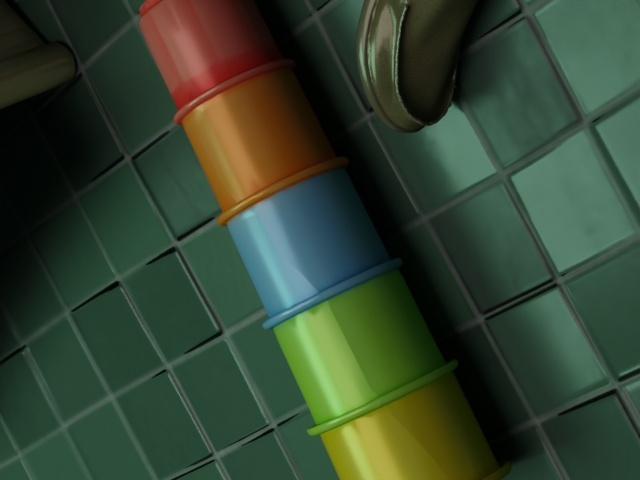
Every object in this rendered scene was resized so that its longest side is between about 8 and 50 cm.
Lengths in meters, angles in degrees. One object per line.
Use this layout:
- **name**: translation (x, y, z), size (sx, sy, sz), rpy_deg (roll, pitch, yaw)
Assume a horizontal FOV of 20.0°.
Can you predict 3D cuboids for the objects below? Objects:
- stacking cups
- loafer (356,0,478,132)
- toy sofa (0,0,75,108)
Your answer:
- **stacking cups**: translation (0.000, 0.000, 0.988), size (0.096, 0.096, 0.316), rpy_deg (-28, 83, 44)
- **loafer**: translation (0.054, -0.121, 0.900), size (0.050, 0.056, 0.148), rpy_deg (21, 121, 41)
- **toy sofa**: translation (-0.290, 0.005, 1.192), size (0.177, 0.150, 0.362), rpy_deg (46, 131, 12)
